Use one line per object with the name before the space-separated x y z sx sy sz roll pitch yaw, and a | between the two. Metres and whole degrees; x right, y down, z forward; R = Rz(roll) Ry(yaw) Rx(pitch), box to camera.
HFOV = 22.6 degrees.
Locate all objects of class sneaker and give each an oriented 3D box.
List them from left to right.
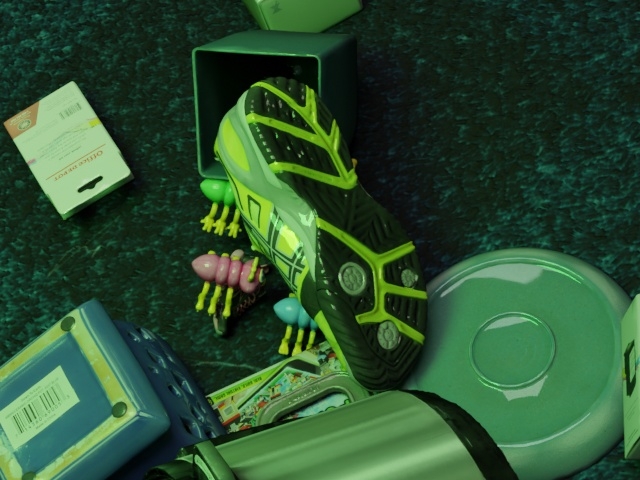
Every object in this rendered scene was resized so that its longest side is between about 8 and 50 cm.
sneaker | -0.098 0.068 2.004 0.057 0.047 0.119 14 63 10
sneaker | 0.000 0.000 1.884 0.145 0.147 0.385 -19 82 -36

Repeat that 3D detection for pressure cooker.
pressure cooker | -0.026 0.357 1.534 0.420 0.375 0.370 -16 82 -22

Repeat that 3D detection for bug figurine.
bug figurine | -0.050 0.003 1.987 0.216 0.072 0.279 9 59 -6

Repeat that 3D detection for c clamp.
c clamp | 0.007 0.215 1.844 0.160 0.022 0.137 -21 56 1

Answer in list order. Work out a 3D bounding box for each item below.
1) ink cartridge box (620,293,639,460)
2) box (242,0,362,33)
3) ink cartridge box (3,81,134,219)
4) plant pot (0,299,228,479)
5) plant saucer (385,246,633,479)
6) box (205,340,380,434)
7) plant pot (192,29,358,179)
ink cartridge box | 0.404 0.156 1.769 0.127 0.072 0.175 7 58 -3
box | -0.079 -0.425 2.263 0.148 0.121 0.311 -29 55 -4
ink cartridge box | -0.333 -0.110 2.163 0.115 0.067 0.198 -32 54 -6
plant pot | -0.260 0.222 1.822 0.236 0.212 0.236 -37 56 2
plant saucer | 0.225 0.135 1.871 0.317 0.044 0.318 -7 56 11
box | -0.034 0.200 1.902 0.207 0.036 0.114 -25 56 -1
plant pot | -0.039 -0.187 2.038 0.165 0.165 0.234 5 21 18
